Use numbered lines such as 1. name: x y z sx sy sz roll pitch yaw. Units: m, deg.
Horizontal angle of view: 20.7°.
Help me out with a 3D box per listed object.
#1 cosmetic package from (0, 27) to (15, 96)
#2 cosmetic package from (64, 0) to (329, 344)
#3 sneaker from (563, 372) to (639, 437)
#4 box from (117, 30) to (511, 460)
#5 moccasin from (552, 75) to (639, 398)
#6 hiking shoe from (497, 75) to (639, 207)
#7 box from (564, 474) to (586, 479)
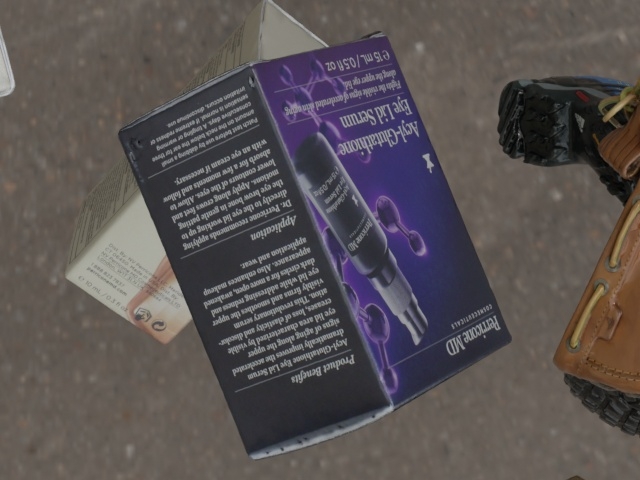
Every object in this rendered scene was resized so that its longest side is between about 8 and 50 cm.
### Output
1. cosmetic package: -0.297 -0.179 1.230 0.113 0.309 0.160 -17 103 -10
2. cosmetic package: -0.099 -0.063 1.663 0.129 0.153 0.296 36 117 -18
3. sneaker: 0.365 0.125 1.602 0.283 0.124 0.107 17 157 3
4. box: 0.000 0.000 1.014 0.108 0.153 0.207 -23 90 34
5. moccasin: 0.281 -0.063 1.436 0.147 0.139 0.380 17 100 18
6. hiking shoe: 0.312 -0.104 1.699 0.132 0.304 0.113 -18 123 -34
7. box: 0.277 0.302 1.426 0.036 0.225 0.136 -3 116 -59
